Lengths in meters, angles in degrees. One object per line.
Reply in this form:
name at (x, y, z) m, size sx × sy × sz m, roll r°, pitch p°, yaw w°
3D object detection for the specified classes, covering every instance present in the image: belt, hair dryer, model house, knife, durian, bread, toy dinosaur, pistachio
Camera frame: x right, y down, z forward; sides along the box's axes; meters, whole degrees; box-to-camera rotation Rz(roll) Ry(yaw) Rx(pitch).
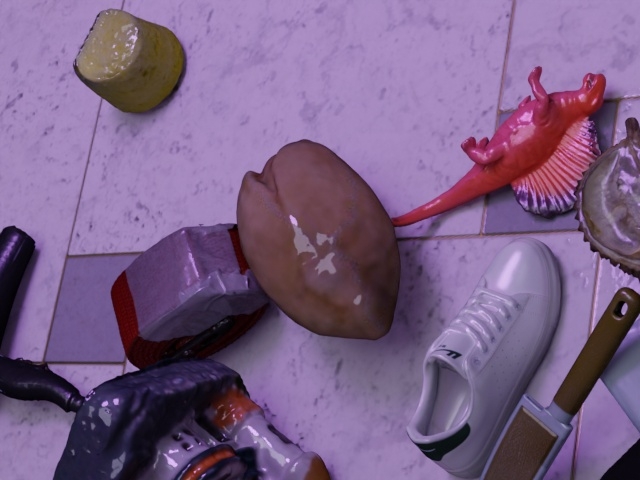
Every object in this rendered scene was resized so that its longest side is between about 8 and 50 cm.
belt at (-0.155, 0.077, 1.908) m, size 0.201 × 0.128 × 0.124 m, roll -35°, pitch 54°, yaw 25°
hair dryer at (-0.368, 0.150, 2.086) m, size 0.359 × 0.120 × 0.304 m, roll 16°, pitch 66°, yaw 30°
model house at (-0.097, 0.284, 1.708) m, size 0.301 × 0.271 × 0.190 m, roll 34°, pitch 108°, yaw 26°
knife at (0.220, 0.178, 1.574) m, size 0.061 × 0.027 × 0.343 m, roll 39°, pitch 120°, yaw 26°
durian at (0.333, -0.036, 1.608) m, size 0.148 × 0.091 × 0.189 m, roll -17°, pitch 68°, yaw 17°
bread at (-0.252, -0.238, 2.134) m, size 0.111 × 0.114 × 0.129 m, roll 23°, pitch 88°, yaw 35°
toy dinosaur at (0.216, -0.067, 1.747) m, size 0.286 × 0.070 × 0.139 m, roll -45°, pitch 72°, yaw 15°
pistachio at (0.000, 0.000, 1.790) m, size 0.162 × 0.181 × 0.293 m, roll -40°, pitch 43°, yaw 6°

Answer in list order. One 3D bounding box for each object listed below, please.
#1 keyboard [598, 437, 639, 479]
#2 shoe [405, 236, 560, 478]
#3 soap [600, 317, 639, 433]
keyboard at (0.268, 0.275, 1.512) m, size 0.250 × 0.017 × 0.087 m, roll -58°, pitch 43°, yaw 35°
shoe at (0.167, 0.113, 1.660) m, size 0.095 × 0.110 × 0.265 m, roll 12°, pitch 81°, yaw 41°
soap at (0.389, 0.168, 1.478) m, size 0.160 × 0.087 × 0.265 m, roll -43°, pitch 51°, yaw 15°
